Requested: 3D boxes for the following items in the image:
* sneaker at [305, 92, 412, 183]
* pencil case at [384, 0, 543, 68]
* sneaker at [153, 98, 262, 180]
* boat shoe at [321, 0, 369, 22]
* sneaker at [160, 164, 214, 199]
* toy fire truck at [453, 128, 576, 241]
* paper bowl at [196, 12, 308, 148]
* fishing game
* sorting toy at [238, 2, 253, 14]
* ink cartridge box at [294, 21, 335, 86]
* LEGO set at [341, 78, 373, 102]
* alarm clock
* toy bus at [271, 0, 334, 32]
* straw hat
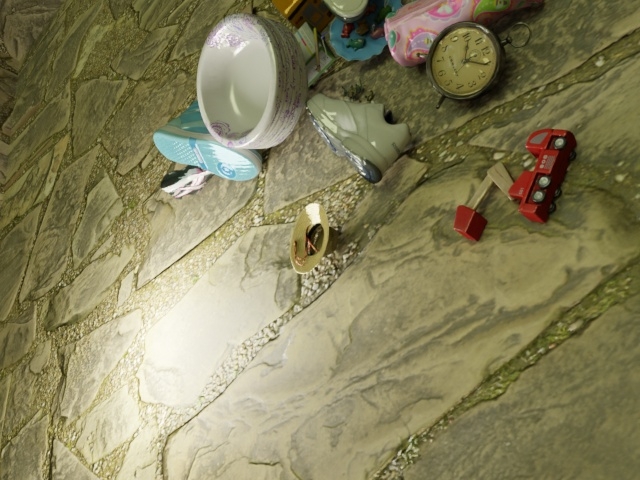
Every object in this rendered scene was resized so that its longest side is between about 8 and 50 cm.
[{"bbox_3d":[0.074,-0.228,1.125,0.129,0.111,0.297,-40,49,-1],"label":"sneaker"},{"bbox_3d":[0.255,-0.426,1.017,0.284,0.124,0.124,-19,59,37],"label":"pencil case"},{"bbox_3d":[-0.248,-0.278,1.416,0.318,0.127,0.208,20,56,22],"label":"sneaker"},{"bbox_3d":[0.041,-0.574,1.233,0.116,0.099,0.320,-18,58,0],"label":"boat shoe"},{"bbox_3d":[-0.330,-0.165,1.479,0.178,0.077,0.072,-20,50,11],"label":"sneaker"},{"bbox_3d":[0.301,-0.086,0.868,0.135,0.047,0.192,18,83,47],"label":"toy fire truck"},{"bbox_3d":[-0.140,-0.347,1.245,0.284,0.148,0.285,6,99,43],"label":"paper bowl"},{"bbox_3d":[0.099,-0.473,1.202,0.263,0.041,0.189,-12,62,23],"label":"fishing game"},{"bbox_3d":[-0.258,-0.568,1.621,0.192,0.038,0.209,-28,50,31],"label":"sorting toy"},{"bbox_3d":[-0.070,-0.409,1.349,0.209,0.062,0.109,-42,50,22],"label":"ink cartridge box"},{"bbox_3d":[0.081,-0.315,1.201,0.054,0.023,0.083,-48,59,18],"label":"LEGO set"},{"bbox_3d":[0.271,-0.317,0.964,0.191,0.064,0.130,-19,91,36],"label":"alarm clock"},{"bbox_3d":[-0.084,-0.661,1.429,0.108,0.130,0.333,-45,47,20],"label":"toy bus"},{"bbox_3d":[0.000,0.000,1.099,0.144,0.061,0.145,-23,62,53],"label":"straw hat"}]
